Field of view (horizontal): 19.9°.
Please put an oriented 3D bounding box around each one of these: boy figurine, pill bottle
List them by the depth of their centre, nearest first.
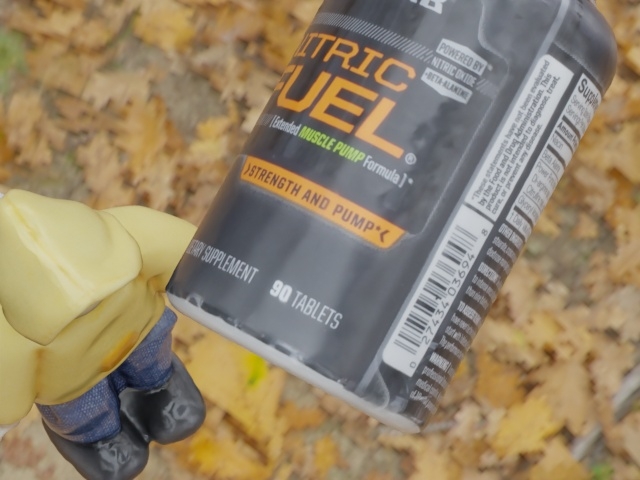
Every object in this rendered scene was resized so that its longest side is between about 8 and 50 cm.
[{"bbox_3d":[0.044,-0.051,0.795,0.130,0.130,0.246,29,86,-5],"label":"pill bottle"},{"bbox_3d":[-0.128,0.047,1.067,0.177,0.285,0.092,-35,69,-15],"label":"boy figurine"}]

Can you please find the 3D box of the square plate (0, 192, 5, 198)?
[{"bbox_3d":[-0.396,0.054,1.075,0.347,0.049,0.344,26,79,25],"label":"square plate"}]
